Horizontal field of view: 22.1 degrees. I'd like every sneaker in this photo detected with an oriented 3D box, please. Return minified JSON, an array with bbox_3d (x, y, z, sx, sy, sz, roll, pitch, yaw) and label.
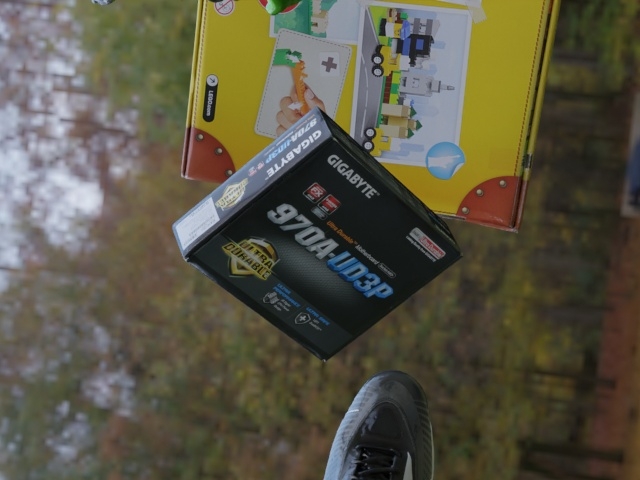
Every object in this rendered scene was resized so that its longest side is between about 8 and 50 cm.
[{"bbox_3d":[0.031,0.194,1.136,0.106,0.078,0.234,94,-166,-70],"label":"sneaker"}]

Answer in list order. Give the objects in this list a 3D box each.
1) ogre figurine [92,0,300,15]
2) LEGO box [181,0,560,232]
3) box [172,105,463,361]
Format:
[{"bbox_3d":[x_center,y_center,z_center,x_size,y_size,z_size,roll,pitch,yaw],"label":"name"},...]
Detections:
[{"bbox_3d":[-0.059,-0.162,0.795,0.097,0.118,0.197,73,-169,-55],"label":"ogre figurine"},{"bbox_3d":[0.071,-0.294,1.753,0.193,0.372,0.500,-68,-13,-71],"label":"LEGO box"},{"bbox_3d":[0.000,0.000,1.499,0.220,0.175,0.051,40,-163,-42],"label":"box"}]
